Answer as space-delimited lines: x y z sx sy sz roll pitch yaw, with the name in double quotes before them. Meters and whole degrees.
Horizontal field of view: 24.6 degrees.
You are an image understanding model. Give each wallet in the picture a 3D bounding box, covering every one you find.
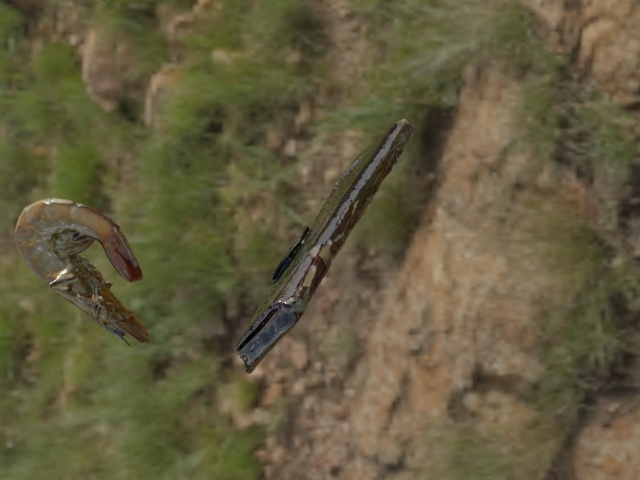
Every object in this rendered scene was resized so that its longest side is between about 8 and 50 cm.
"wallet" 0.000 0.000 1.215 0.122 0.031 0.232 -45 12 53

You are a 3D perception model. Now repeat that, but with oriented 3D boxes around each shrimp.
"shrimp" -0.190 0.023 1.260 0.095 0.162 0.045 -39 18 18
